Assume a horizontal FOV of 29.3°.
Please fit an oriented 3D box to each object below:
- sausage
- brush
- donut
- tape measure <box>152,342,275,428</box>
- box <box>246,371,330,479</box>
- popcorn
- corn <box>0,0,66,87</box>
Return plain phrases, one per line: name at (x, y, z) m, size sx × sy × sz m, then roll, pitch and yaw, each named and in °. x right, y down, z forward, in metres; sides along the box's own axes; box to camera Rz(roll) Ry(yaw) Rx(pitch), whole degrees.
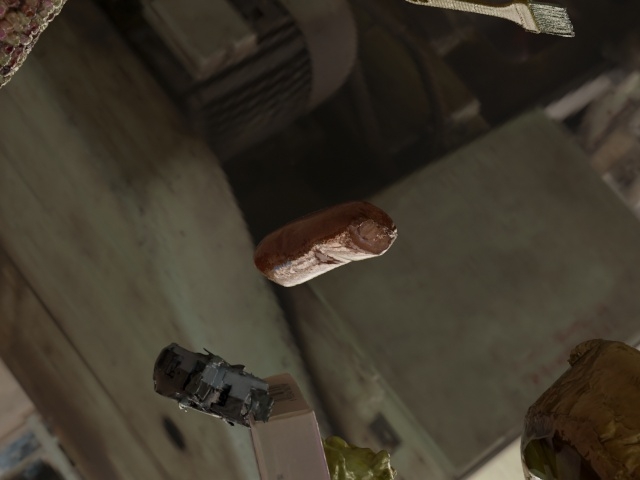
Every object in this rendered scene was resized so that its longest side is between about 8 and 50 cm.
sausage at (0.000, 0.000, 1.725) m, size 0.300 × 0.089 × 0.083 m, roll -22°, pitch -145°, yaw 53°
brush at (0.194, -0.277, 1.457) m, size 0.082 × 0.218 × 0.010 m, roll 38°, pitch 69°, yaw -63°
donut at (0.293, 0.252, 1.132) m, size 0.160 × 0.330 × 0.330 m, roll -33°, pitch 166°, yaw -7°
tape measure at (-0.094, 0.119, 1.014) m, size 0.094 × 0.091 × 0.054 m, roll 11°, pitch -102°, yaw 62°
box at (-0.011, 0.322, 1.257) m, size 0.065 × 0.343 × 0.200 m, roll -13°, pitch -174°, yaw -7°
popcorn at (0.019, 0.319, 1.509) m, size 0.173 × 0.173 × 0.142 m, roll -35°, pitch 179°, yaw -15°
corn at (-0.274, -0.258, 1.186) m, size 0.280 × 0.092 × 0.092 m, roll -49°, pitch 166°, yaw 1°
